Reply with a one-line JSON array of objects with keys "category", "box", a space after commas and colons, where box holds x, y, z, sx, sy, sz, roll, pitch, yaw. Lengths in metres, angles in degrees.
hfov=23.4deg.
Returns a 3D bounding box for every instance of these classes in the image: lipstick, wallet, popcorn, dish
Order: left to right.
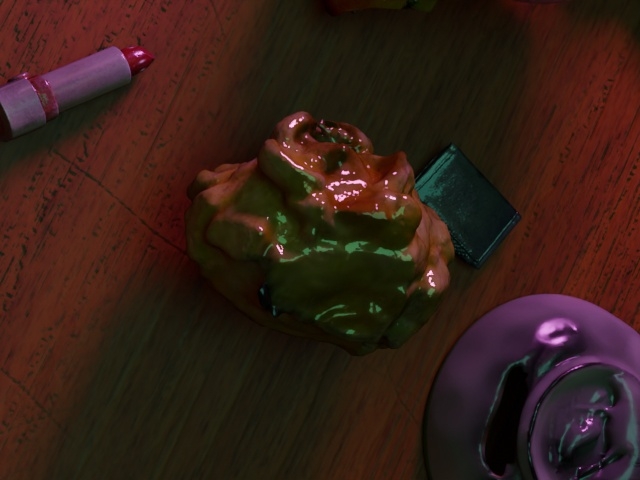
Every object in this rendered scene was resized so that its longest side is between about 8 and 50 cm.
[{"category": "lipstick", "box": [-0.247, -0.161, 1.563, 0.186, 0.063, 0.057, -28, 102, -28]}, {"category": "popcorn", "box": [0.000, 0.000, 1.559, 0.286, 0.252, 0.215, 14, 54, -25]}, {"category": "wallet", "box": [0.159, -0.037, 1.755, 0.129, 0.026, 0.088, 45, 77, -18]}, {"category": "dish", "box": [0.288, 0.222, 1.758, 0.324, 0.124, 0.324, 0, 90, -24]}]

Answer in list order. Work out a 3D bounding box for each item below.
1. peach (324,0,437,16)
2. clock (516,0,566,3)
[{"category": "peach", "box": [0.070, -0.303, 1.665, 0.151, 0.151, 0.118, -23, 112, -22]}, {"category": "clock", "box": [0.266, -0.437, 1.594, 0.377, 0.250, 0.368, -39, 107, 18]}]
